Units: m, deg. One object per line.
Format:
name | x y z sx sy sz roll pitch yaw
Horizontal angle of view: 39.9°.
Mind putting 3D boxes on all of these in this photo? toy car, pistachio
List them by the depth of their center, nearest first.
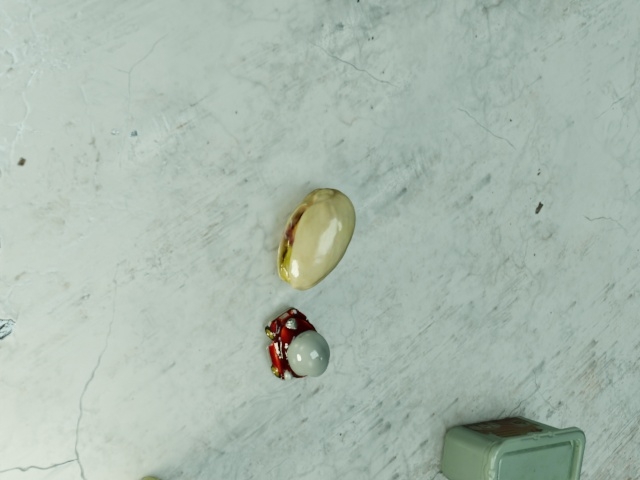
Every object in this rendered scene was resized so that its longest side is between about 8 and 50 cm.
pistachio | 0.000 0.000 1.632 0.145 0.117 0.200 21 88 -42
toy car | -0.034 0.202 1.652 0.112 0.112 0.139 -33 118 -27

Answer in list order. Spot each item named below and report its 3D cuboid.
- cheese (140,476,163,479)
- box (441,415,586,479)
cheese | -0.268 0.486 1.504 0.094 0.167 0.123 12 90 -35
box | 0.431 0.498 2.013 0.312 0.182 0.175 1 98 -37
